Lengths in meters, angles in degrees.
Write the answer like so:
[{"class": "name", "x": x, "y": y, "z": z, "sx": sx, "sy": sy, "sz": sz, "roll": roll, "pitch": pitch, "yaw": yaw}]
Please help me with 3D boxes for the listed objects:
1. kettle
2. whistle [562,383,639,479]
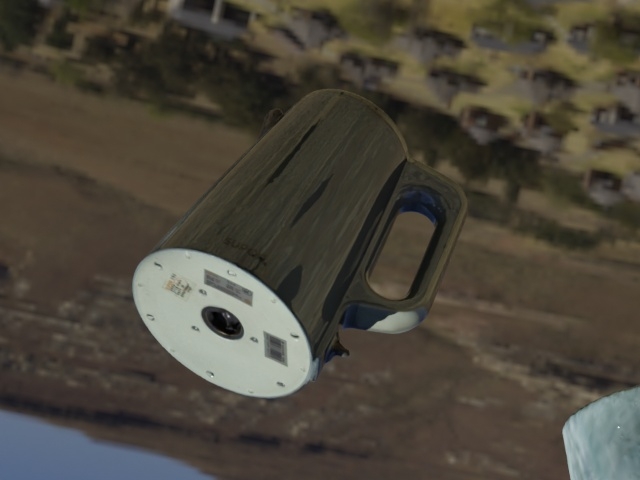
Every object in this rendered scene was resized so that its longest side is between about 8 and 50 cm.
[{"class": "kettle", "x": 0.000, "y": 0.000, "z": 1.236, "sx": 0.210, "sy": 0.243, "sz": 0.160, "roll": 25, "pitch": 142, "yaw": 13}, {"class": "whistle", "x": 0.279, "y": 0.181, "z": 0.882, "sx": 0.188, "sy": 0.168, "sz": 0.405, "roll": -19, "pitch": 157, "yaw": 30}]
